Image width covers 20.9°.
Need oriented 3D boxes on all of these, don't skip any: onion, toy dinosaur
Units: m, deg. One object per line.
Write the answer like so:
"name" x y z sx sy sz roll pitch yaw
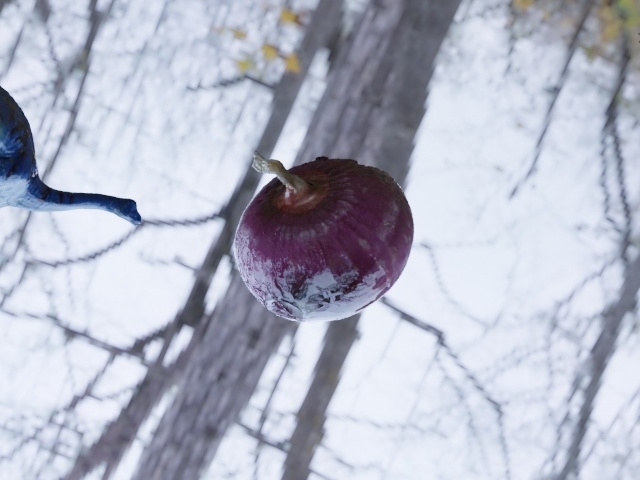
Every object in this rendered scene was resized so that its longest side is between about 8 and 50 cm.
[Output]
"onion" 0.003 0.009 2.018 0.207 0.201 0.200 5 -152 -3
"toy dinosaur" -0.302 -0.082 1.511 0.329 0.144 0.076 46 154 -21

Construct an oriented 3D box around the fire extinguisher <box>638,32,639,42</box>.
"fire extinguisher" 0.421 -0.228 2.179 0.028 0.083 0.022 -20 -147 9
